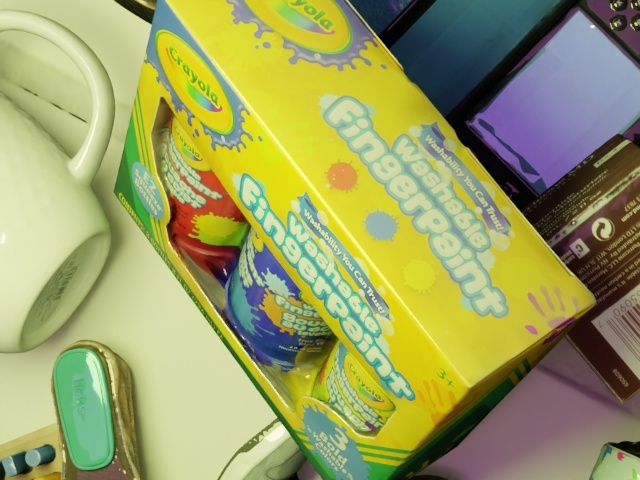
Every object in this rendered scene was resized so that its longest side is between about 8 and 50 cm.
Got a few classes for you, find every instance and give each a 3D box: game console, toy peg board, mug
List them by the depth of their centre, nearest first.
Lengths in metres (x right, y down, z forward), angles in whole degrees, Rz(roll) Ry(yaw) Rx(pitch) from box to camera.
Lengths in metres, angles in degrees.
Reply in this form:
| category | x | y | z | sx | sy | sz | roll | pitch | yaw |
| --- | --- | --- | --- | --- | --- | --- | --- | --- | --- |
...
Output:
| category | x | y | z | sx | sy | sz | roll | pitch | yaw |
| --- | --- | --- | --- | --- | --- | --- | --- | --- | --- |
| game console | 0.211 | -0.165 | 1.386 | 0.250 | 0.173 | 0.293 | 46 | 102 | 8 |
| mug | -0.380 | -0.076 | 1.513 | 0.328 | 0.276 | 0.374 | 35 | 93 | 8 |
| toy peg board | -0.352 | 0.314 | 1.596 | 0.161 | 0.079 | 0.161 | -22 | 84 | 14 |

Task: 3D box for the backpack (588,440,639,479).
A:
| category | x | y | z | sx | sy | sz | roll | pitch | yaw |
| --- | --- | --- | --- | --- | --- | --- | --- | --- | --- |
| backpack | 0.364 | 0.296 | 1.320 | 0.253 | 0.225 | 0.191 | 29 | 92 | 18 |

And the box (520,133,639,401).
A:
| category | x | y | z | sx | sy | sz | roll | pitch | yaw |
| --- | --- | --- | --- | --- | --- | --- | --- | --- | --- |
| box | 0.289 | 0.020 | 1.333 | 0.168 | 0.203 | 0.167 | -40 | 96 | 9 |

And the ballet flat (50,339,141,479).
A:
| category | x | y | z | sx | sy | sz | roll | pitch | yaw |
| --- | --- | --- | --- | --- | --- | --- | --- | --- | --- |
| ballet flat | -0.237 | 0.269 | 1.546 | 0.107 | 0.106 | 0.316 | -4 | 82 | 11 |

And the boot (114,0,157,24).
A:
| category | x | y | z | sx | sy | sz | roll | pitch | yaw |
| --- | --- | --- | --- | --- | --- | --- | --- | --- | --- |
| boot | -0.154 | -0.288 | 1.557 | 0.219 | 0.082 | 0.106 | 29 | 83 | 9 |

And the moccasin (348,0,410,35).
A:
| category | x | y | z | sx | sy | sz | roll | pitch | yaw |
| --- | --- | --- | --- | --- | --- | --- | --- | --- | --- |
| moccasin | 0.163 | -0.303 | 1.439 | 0.342 | 0.117 | 0.138 | -33 | 81 | 10 |

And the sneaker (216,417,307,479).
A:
| category | x | y | z | sx | sy | sz | roll | pitch | yaw |
| --- | --- | --- | --- | --- | --- | --- | --- | --- | --- |
| sneaker | -0.049 | 0.326 | 1.484 | 0.178 | 0.124 | 0.295 | 44 | 108 | 17 |

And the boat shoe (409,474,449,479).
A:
| category | x | y | z | sx | sy | sz | roll | pitch | yaw |
| --- | --- | --- | --- | --- | --- | --- | --- | --- | --- |
| boat shoe | 0.139 | 0.421 | 1.428 | 0.132 | 0.130 | 0.356 | -15 | 86 | 15 |

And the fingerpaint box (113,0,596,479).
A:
| category | x | y | z | sx | sy | sz | roll | pitch | yaw |
| --- | --- | --- | --- | --- | --- | --- | --- | --- | --- |
| fingerpaint box | 0.000 | 0.000 | 1.328 | 0.163 | 0.371 | 0.445 | -30 | 75 | -27 |
